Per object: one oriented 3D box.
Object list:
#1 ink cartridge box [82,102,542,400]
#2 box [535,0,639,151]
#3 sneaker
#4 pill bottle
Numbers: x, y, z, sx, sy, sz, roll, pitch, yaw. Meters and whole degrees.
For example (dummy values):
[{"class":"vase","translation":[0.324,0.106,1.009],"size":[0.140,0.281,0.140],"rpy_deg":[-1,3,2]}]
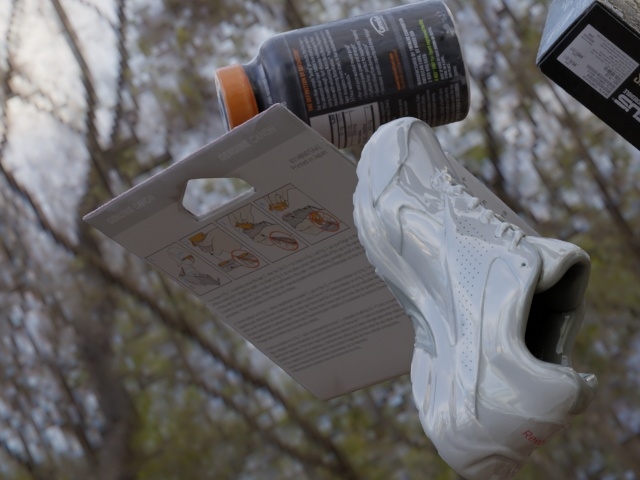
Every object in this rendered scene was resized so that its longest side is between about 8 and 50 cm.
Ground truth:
[{"class":"ink cartridge box","translation":[0.000,0.000,1.451],"size":[0.296,0.261,0.066],"rpy_deg":[-24,32,53]},{"class":"box","translation":[0.276,-0.143,1.602],"size":[0.077,0.180,0.147],"rpy_deg":[-48,10,28]},{"class":"sneaker","translation":[0.098,0.018,1.094],"size":[0.115,0.232,0.090],"rpy_deg":[-33,-30,25]},{"class":"pill bottle","translation":[0.019,-0.158,1.955],"size":[0.246,0.130,0.130],"rpy_deg":[-13,-24,-7]}]
